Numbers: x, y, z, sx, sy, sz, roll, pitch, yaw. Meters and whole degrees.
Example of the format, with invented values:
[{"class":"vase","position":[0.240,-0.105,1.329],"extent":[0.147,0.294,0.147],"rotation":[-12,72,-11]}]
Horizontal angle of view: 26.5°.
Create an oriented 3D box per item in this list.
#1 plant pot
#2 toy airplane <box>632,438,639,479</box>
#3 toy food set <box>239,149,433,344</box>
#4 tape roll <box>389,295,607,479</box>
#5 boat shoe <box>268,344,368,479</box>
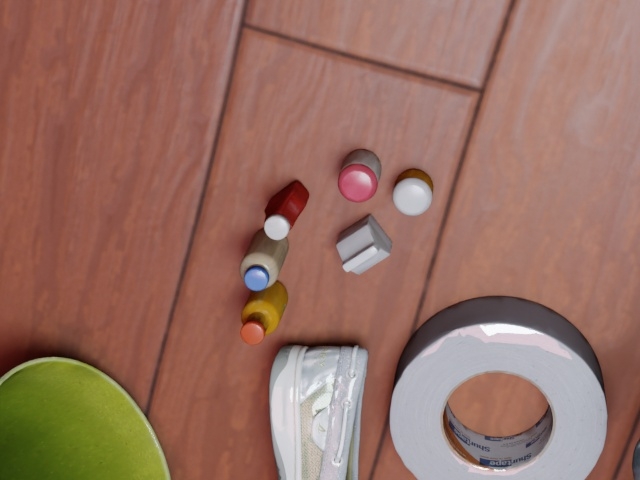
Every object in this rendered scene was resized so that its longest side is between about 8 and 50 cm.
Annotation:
[{"class":"plant pot","position":[-0.354,0.298,1.438],"extent":[0.294,0.275,0.274],"rotation":[-24,106,32]},{"class":"toy airplane","position":[0.474,0.263,1.228],"extent":[0.385,0.386,0.272],"rotation":[-11,94,11]},{"class":"toy food set","position":[0.000,0.000,1.340],"extent":[0.232,0.104,0.111],"rotation":[-33,103,18]},{"class":"tape roll","position":[0.182,0.170,1.398],"extent":[0.219,0.072,0.219],"rotation":[2,110,6]},{"class":"boat shoe","position":[0.017,0.262,1.434],"extent":[0.103,0.118,0.320],"rotation":[-4,103,14]}]
